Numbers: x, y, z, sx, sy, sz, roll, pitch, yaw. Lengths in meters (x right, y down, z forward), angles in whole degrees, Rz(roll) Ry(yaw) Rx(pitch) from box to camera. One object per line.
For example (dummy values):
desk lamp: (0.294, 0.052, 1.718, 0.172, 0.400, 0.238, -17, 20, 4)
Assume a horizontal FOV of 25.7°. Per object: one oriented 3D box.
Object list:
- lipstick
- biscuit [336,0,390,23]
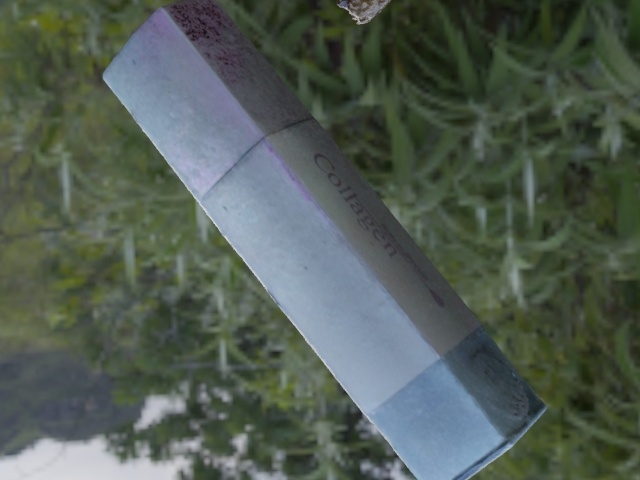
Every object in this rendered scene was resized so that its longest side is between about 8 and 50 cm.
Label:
lipstick: (0.000, 0.000, 0.819, 0.068, 0.317, 0.066, -43, 172, 32)
biscuit: (0.090, -0.239, 1.031, 0.199, 0.034, 0.064, -45, -175, 8)
